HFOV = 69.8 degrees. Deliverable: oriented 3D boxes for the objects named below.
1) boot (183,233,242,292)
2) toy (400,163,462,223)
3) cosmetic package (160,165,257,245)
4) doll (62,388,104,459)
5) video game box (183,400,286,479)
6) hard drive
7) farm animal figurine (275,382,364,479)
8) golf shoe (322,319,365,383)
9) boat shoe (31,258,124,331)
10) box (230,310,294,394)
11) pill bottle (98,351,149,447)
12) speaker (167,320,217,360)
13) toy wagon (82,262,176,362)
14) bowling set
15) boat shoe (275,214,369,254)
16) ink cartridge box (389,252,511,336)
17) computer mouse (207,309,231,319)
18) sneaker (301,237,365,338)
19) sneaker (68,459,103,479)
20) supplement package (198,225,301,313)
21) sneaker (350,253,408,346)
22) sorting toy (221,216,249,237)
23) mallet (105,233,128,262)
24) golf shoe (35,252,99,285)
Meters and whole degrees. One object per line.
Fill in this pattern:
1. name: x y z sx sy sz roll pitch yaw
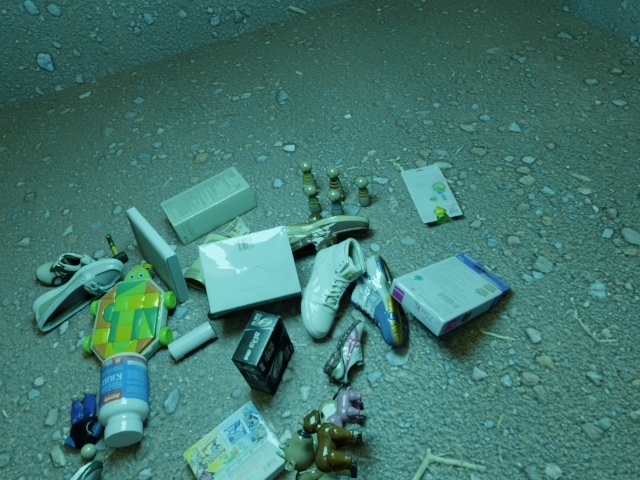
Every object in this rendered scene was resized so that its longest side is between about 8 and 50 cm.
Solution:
1. boot: -0.311 0.081 1.506 0.261 0.095 0.204 9 51 22
2. toy: 0.379 -0.154 1.589 0.136 0.056 0.237 -13 52 -4
3. cosmetic package: -0.414 -0.133 1.709 0.309 0.113 0.160 -29 49 -14
4. doll: -0.633 0.498 1.243 0.129 0.046 0.189 -24 48 -8
5. video game box: -0.202 0.529 1.118 0.205 0.048 0.187 -35 53 -18
6. hard drive: -0.540 0.045 1.516 0.040 0.203 0.307 -29 48 -28
7. farm animal figurine: -0.004 0.490 1.001 0.172 0.330 0.327 1 78 10
8. golf shoe: 0.082 0.303 1.253 0.086 0.067 0.186 33 59 3
9. boat shoe: -0.794 0.177 1.522 0.320 0.118 0.103 -31 56 -10
10. box: -0.148 0.299 1.219 0.077 0.180 0.147 10 52 21
11. pill bottle: -0.526 0.425 1.231 0.124 0.124 0.222 -19 48 -5
12. speaker: -0.379 0.296 1.359 0.136 0.055 0.055 -30 50 -15
13. toy wagon: -0.593 0.217 1.441 0.267 0.068 0.345 -7 60 6
14. bowling set: 0.024 -0.152 1.599 0.286 0.154 0.200 11 52 22
15. boat shoe: 0.000 0.000 1.515 0.341 0.123 0.123 -10 77 -2
16. ink cartridge box: 0.366 0.139 1.279 0.311 0.065 0.186 -18 44 -33
17. computer mouse: -0.251 0.171 1.451 0.242 0.041 0.071 -34 51 -16
18. sneaker: 0.041 0.127 1.319 0.169 0.108 0.293 -29 42 47
19. sneaker: -0.570 0.658 1.065 0.107 0.100 0.272 12 55 4
20. supplement package: -0.206 0.093 1.376 0.261 0.145 0.204 -13 78 -5
21. sneaker: 0.159 0.185 1.324 0.130 0.112 0.297 -26 46 17
22. sorting toy: -0.296 -0.033 1.643 0.075 0.045 0.083 29 60 24
23. mallet: -0.771 0.036 1.695 0.062 0.039 0.189 -39 48 -18
24. golf shoe: -0.894 0.089 1.616 0.272 0.120 0.105 -4 50 11
